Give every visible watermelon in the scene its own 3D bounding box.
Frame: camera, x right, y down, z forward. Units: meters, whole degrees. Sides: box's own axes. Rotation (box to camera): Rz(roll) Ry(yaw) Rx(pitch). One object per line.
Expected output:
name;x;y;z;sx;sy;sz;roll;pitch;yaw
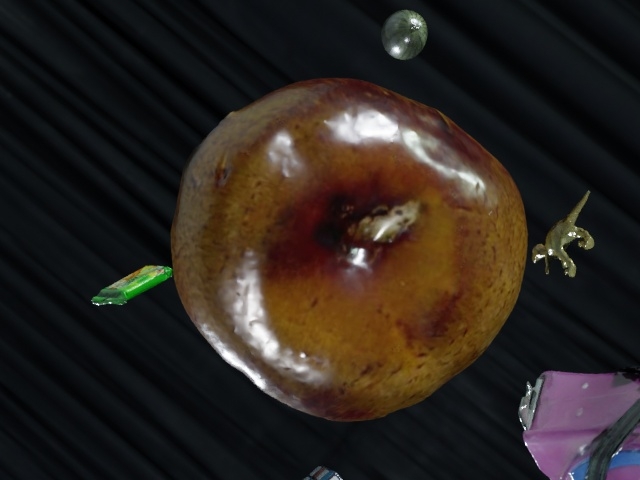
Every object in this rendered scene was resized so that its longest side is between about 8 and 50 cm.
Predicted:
watermelon;0.138;-0.338;2.122;0.078;0.078;0.110;-51;179;-6

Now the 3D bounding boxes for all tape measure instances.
tape measure;0.363;0.230;1.401;0.231;0.245;0.149;-9;-143;30

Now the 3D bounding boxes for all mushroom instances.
mushroom;0.024;0.011;0.993;0.267;0.267;0.254;-51;171;-8

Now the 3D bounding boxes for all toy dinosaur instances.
toy dinosaur;0.370;-0.018;1.989;0.126;0.039;0.162;-141;-131;-58

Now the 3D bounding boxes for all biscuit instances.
biscuit;-0.195;0.045;1.367;0.046;0.016;0.089;0;-161;38

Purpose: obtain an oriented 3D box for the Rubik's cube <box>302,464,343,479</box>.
Rubik's cube;0.004;0.358;1.677;0.092;0.092;0.092;-41;-175;-11
